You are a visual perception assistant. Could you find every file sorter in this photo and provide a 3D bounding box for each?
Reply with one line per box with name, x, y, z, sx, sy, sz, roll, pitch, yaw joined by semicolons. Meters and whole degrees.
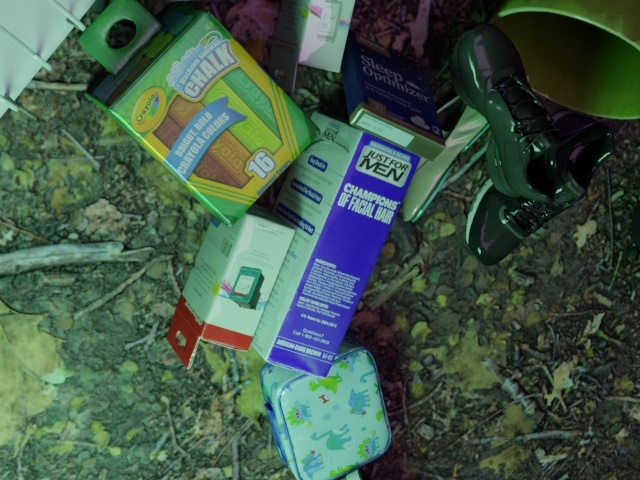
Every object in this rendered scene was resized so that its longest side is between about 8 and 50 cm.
file sorter;-0.403;-0.267;1.392;0.193;0.173;0.277;39;89;-25

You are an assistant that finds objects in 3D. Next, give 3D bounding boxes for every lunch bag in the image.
lunch bag;0.005;0.252;1.731;0.176;0.090;0.219;-24;123;-16

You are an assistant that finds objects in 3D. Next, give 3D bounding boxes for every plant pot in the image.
plant pot;0.419;-0.372;1.660;0.275;0.275;0.293;32;75;-26

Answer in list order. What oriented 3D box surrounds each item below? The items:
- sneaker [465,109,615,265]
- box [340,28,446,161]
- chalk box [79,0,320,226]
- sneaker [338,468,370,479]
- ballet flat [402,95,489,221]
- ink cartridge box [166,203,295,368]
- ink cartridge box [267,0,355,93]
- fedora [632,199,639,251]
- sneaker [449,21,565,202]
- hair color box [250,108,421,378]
sneaker;0.335;-0.077;1.761;0.107;0.124;0.283;37;90;-25
box;0.092;-0.213;1.581;0.136;0.225;0.036;21;126;-25
chalk box;-0.177;-0.190;1.498;0.180;0.179;0.289;-48;116;-4
sneaker;0.035;0.491;1.808;0.178;0.124;0.295;-24;129;2
ballet flat;0.182;-0.142;1.717;0.086;0.086;0.248;41;86;-26
ink cartridge box;-0.130;0.063;1.613;0.078;0.134;0.231;19;98;-25
ink cartridge box;-0.010;-0.299;1.569;0.067;0.115;0.198;9;102;-24
fedora;0.629;-0.038;1.872;0.334;0.152;0.334;-7;106;-23
sneaker;0.278;-0.177;1.622;0.109;0.130;0.286;-34;118;-10
hair color box;0.000;0.000;1.618;0.110;0.185;0.338;18;98;-25
